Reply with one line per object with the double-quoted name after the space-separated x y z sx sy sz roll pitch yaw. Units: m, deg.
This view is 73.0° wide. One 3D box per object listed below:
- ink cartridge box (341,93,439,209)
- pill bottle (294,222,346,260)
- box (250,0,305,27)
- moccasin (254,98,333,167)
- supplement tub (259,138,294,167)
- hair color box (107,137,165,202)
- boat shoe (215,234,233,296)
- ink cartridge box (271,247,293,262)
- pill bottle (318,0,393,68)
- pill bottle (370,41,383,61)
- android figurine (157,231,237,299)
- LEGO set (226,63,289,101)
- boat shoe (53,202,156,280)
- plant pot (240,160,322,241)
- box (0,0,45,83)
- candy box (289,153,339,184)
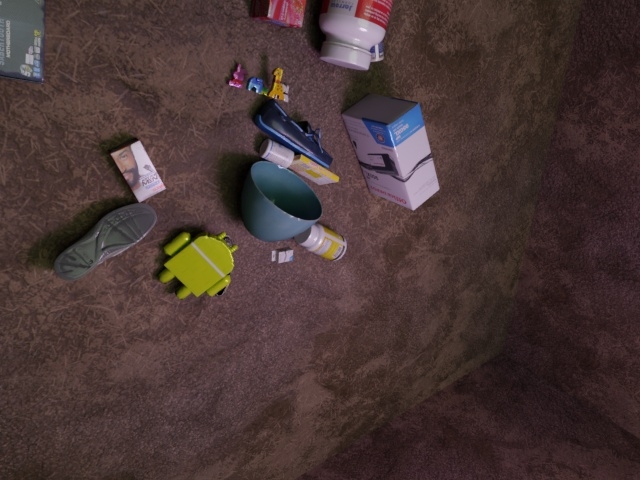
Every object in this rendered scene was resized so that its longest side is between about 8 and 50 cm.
0.281 -0.348 1.710 0.166 0.285 0.395 -38 128 -15 "ink cartridge box"
0.000 0.000 1.774 0.208 0.119 0.119 26 94 -42 "pill bottle"
-0.116 -0.794 1.307 0.128 0.122 0.257 -2 112 -37 "box"
-0.068 -0.374 1.536 0.342 0.137 0.117 28 88 -43 "moccasin"
-0.156 -0.308 1.533 0.107 0.071 0.071 20 98 -33 "supplement tub"
-0.550 -0.211 1.301 0.093 0.053 0.167 -33 126 -19 "hair color box"
-0.357 0.094 1.580 0.081 0.068 0.228 2 109 -37 "boat shoe"
-0.153 0.062 1.746 0.083 0.028 0.048 -10 116 -33 "ink cartridge box"
0.124 -0.791 1.419 0.228 0.229 0.408 0 110 -37 "pill bottle"
0.198 -0.734 1.611 0.067 0.067 0.120 -26 125 -25 "pill bottle"
-0.414 0.080 1.490 0.272 0.056 0.248 -39 114 2 "android figurine"
-0.177 -0.523 1.414 0.227 0.087 0.093 4 109 -39 "LEGO set"
-0.646 -0.003 1.309 0.320 0.103 0.118 -44 111 -20 "boat shoe"
-0.165 -0.108 1.521 0.290 0.290 0.195 14 128 -40 "plant pot"
-0.749 -0.503 1.007 0.183 0.059 0.233 1 111 -36 "box"
-0.035 -0.264 1.632 0.205 0.105 0.027 24 74 -42 "candy box"
